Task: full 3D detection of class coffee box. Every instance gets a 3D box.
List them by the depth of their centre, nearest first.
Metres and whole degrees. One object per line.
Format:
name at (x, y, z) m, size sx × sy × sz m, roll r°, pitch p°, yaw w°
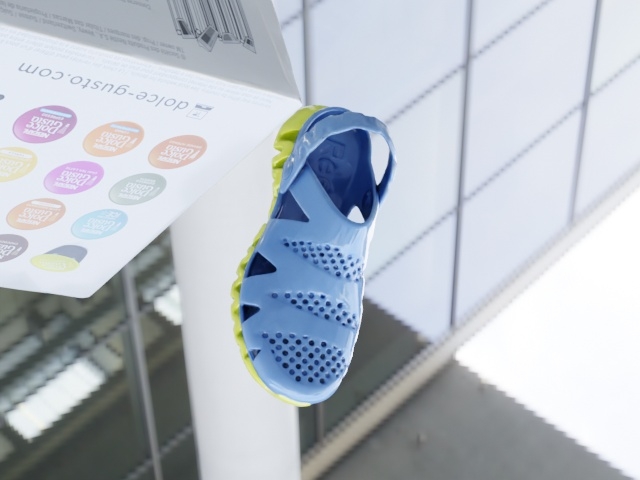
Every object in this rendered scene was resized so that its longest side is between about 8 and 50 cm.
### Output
coffee box at (-0.276, -0.189, 1.443) m, size 0.337 × 0.334 × 0.338 m, roll 11°, pitch -129°, yaw -42°

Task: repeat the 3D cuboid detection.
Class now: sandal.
sandal at (0.000, 0.000, 1.620) m, size 0.126 × 0.138 × 0.317 m, roll 14°, pitch -110°, yaw -22°
